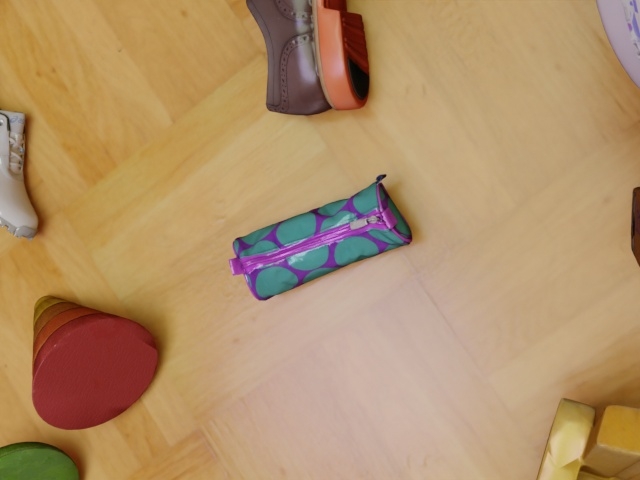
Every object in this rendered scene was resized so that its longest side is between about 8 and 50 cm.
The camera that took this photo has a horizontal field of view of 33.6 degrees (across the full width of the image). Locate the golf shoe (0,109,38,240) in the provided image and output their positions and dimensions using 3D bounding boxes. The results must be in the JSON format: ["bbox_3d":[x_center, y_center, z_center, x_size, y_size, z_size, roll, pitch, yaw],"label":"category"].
[{"bbox_3d":[-0.311,-0.085,1.016,0.086,0.069,0.176,-37,82,6],"label":"golf shoe"}]

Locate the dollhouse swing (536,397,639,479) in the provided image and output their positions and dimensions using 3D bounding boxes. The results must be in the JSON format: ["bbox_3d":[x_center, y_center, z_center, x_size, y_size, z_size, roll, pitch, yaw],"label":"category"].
[{"bbox_3d":[0.303,0.279,0.729,0.347,0.305,0.315,16,93,13],"label":"dollhouse swing"}]

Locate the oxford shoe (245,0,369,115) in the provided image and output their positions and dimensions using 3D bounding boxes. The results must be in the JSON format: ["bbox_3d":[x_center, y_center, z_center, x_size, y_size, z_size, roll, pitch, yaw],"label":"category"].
[{"bbox_3d":[-0.026,-0.244,0.927,0.098,0.097,0.271,-7,88,20],"label":"oxford shoe"}]

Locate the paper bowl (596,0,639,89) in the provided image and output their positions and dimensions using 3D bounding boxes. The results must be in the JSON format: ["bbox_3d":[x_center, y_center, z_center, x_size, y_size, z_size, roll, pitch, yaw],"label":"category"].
[{"bbox_3d":[0.280,-0.180,0.659,0.148,0.284,0.284,-1,89,52],"label":"paper bowl"}]

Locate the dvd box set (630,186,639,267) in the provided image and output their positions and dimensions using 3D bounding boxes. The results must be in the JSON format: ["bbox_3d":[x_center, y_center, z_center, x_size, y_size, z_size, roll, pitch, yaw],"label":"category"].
[{"bbox_3d":[0.355,-0.005,0.655,0.308,0.420,0.062,1,93,15],"label":"dvd box set"}]

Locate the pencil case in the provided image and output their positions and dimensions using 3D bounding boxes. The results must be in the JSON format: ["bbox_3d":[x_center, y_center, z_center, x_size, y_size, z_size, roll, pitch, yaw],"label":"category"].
[{"bbox_3d":[0.000,0.000,0.929,0.152,0.070,0.064,-22,84,14],"label":"pencil case"}]

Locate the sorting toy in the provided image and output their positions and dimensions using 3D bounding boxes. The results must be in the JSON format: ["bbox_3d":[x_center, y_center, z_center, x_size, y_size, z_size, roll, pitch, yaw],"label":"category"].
[{"bbox_3d":[-0.300,0.193,1.008,0.126,0.127,0.365,43,104,41],"label":"sorting toy"}]
